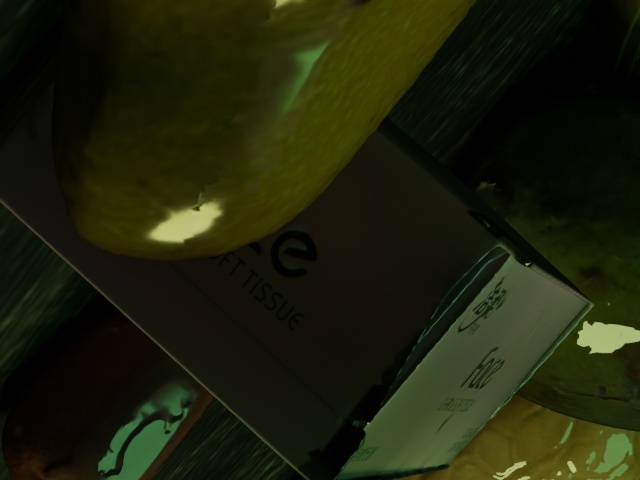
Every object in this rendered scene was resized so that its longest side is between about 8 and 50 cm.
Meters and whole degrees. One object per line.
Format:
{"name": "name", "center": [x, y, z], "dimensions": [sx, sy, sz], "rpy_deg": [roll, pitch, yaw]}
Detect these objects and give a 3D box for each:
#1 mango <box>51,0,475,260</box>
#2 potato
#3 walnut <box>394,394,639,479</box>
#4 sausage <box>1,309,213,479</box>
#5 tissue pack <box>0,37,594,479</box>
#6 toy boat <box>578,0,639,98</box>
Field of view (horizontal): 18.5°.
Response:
{"name": "mango", "center": [0.013, -0.130, 0.408], "dimensions": [0.295, 0.120, 0.177], "rpy_deg": [-56, 172, 35]}
{"name": "potato", "center": [0.211, 0.022, 1.105], "dimensions": [0.210, 0.307, 0.173], "rpy_deg": [107, -12, -51]}
{"name": "walnut", "center": [0.131, 0.114, 1.286], "dimensions": [0.225, 0.193, 0.193], "rpy_deg": [-52, 166, 15]}
{"name": "sausage", "center": [-0.081, 0.065, 0.758], "dimensions": [0.094, 0.054, 0.059], "rpy_deg": [-46, 126, -16]}
{"name": "tissue pack", "center": [0.000, 0.000, 0.659], "dimensions": [0.092, 0.148, 0.246], "rpy_deg": [-50, 168, 4]}
{"name": "toy boat", "center": [0.193, -0.121, 1.063], "dimensions": [0.064, 0.072, 0.206], "rpy_deg": [-45, 167, -20]}
